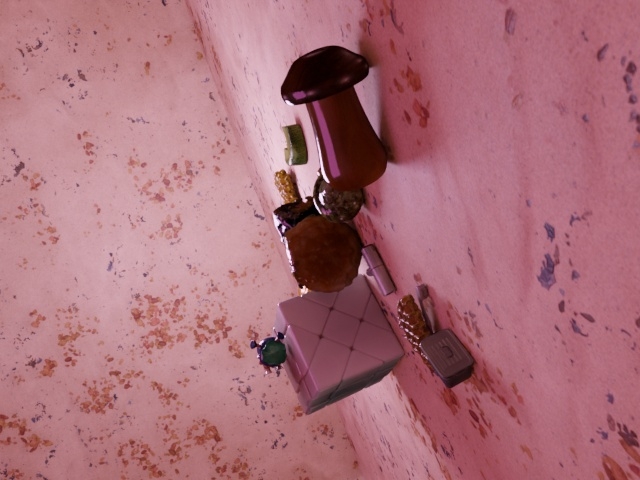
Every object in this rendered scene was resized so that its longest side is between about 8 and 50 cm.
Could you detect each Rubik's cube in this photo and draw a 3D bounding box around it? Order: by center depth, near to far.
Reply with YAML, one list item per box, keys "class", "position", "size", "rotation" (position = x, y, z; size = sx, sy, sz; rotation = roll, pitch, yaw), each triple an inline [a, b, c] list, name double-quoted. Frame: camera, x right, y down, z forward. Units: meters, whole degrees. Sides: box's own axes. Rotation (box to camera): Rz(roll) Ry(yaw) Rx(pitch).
- class: "Rubik's cube"
  position: [0.042, 0.352, 1.816]
  size: [0.319, 0.321, 0.316]
  rotation: [62, 159, 24]

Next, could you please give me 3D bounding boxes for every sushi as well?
- class: "sushi"
  position: [-0.036, -0.041, 1.858]
  size: [0.213, 0.200, 0.204]
  rotation: [11, 126, 44]

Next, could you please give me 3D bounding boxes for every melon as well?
- class: "melon"
  position: [-0.094, -0.335, 1.924]
  size: [0.210, 0.064, 0.118]
  rotation: [86, 164, -49]

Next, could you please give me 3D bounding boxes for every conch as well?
- class: "conch"
  position: [0.041, -0.139, 1.507]
  size: [0.181, 0.124, 0.188]
  rotation: [124, 131, -73]

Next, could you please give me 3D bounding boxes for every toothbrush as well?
- class: "toothbrush"
  position: [0.277, 0.226, 1.357]
  size: [0.020, 0.025, 0.287]
  rotation: [45, 155, 58]

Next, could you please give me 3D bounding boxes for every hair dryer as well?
- class: "hair dryer"
  position: [0.167, 0.106, 1.611]
  size: [0.183, 0.044, 0.155]
  rotation: [88, 159, -72]

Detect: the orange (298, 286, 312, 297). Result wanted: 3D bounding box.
- class: "orange"
  position: [0.009, 0.214, 2.153]
  size: [0.219, 0.193, 0.220]
  rotation: [36, 135, 48]

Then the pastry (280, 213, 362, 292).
- class: "pastry"
  position: [0.011, 0.040, 1.704]
  size: [0.121, 0.235, 0.257]
  rotation: [-170, 62, -87]

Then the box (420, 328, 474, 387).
- class: "box"
  position: [0.291, 0.273, 1.235]
  size: [0.122, 0.084, 0.069]
  rotation: [58, 172, 45]

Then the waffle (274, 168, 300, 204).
- class: "waffle"
  position: [-0.115, -0.163, 2.320]
  size: [0.293, 0.069, 0.260]
  rotation: [65, 171, 2]

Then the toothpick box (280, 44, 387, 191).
- class: "toothpick box"
  position: [0.038, -0.265, 1.161]
  size: [0.295, 0.192, 0.192]
  rotation: [66, 170, -27]

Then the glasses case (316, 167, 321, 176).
- class: "glasses case"
  position: [0.040, -0.153, 1.687]
  size: [0.065, 0.041, 0.170]
  rotation: [96, 151, -65]

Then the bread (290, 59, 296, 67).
- class: "bread"
  position: [-0.062, -0.482, 1.570]
  size: [0.049, 0.033, 0.088]
  rotation: [10, 121, 69]

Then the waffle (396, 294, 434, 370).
- class: "waffle"
  position: [0.246, 0.230, 1.328]
  size: [0.192, 0.046, 0.161]
  rotation: [59, 166, 24]

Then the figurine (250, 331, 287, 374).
- class: "figurine"
  position: [-0.169, 0.373, 1.763]
  size: [0.102, 0.111, 0.195]
  rotation: [65, 161, 17]
